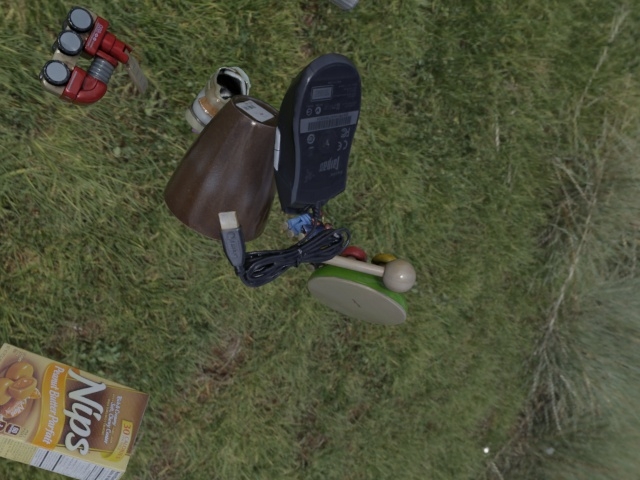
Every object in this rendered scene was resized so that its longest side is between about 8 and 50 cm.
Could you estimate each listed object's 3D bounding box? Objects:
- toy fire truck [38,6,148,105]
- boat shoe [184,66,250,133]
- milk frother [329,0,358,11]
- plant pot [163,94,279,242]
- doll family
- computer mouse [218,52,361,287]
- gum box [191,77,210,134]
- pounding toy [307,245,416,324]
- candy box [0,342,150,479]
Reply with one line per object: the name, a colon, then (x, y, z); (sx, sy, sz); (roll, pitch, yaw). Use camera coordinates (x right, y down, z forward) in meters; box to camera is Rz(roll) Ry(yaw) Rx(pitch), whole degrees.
toy fire truck: (-0.558, -0.431, 1.318); (0.246, 0.158, 0.217); (25, 82, -33)
boat shoe: (-0.216, -0.351, 1.221); (0.103, 0.302, 0.113); (-35, 115, 29)
milk frother: (0.058, -0.665, 1.342); (0.134, 0.143, 0.129); (8, 141, -43)
plant pot: (-0.162, -0.151, 0.987); (0.215, 0.215, 0.230); (0, 133, -40)
doll family: (0.000, 0.000, 1.131); (0.111, 0.076, 0.193); (-32, 95, -36)
computer mouse: (-0.043, -0.073, 0.579); (0.184, 0.060, 0.262); (-24, 132, -33)
gum box: (-0.329, -0.420, 1.643); (0.107, 0.062, 0.188); (20, 73, -26)
pounding toy: (0.078, 0.052, 0.891); (0.237, 0.182, 0.110); (88, 22, -65)
candy box: (-0.529, 0.353, 1.037); (0.316, 0.183, 0.087); (27, 124, -18)
